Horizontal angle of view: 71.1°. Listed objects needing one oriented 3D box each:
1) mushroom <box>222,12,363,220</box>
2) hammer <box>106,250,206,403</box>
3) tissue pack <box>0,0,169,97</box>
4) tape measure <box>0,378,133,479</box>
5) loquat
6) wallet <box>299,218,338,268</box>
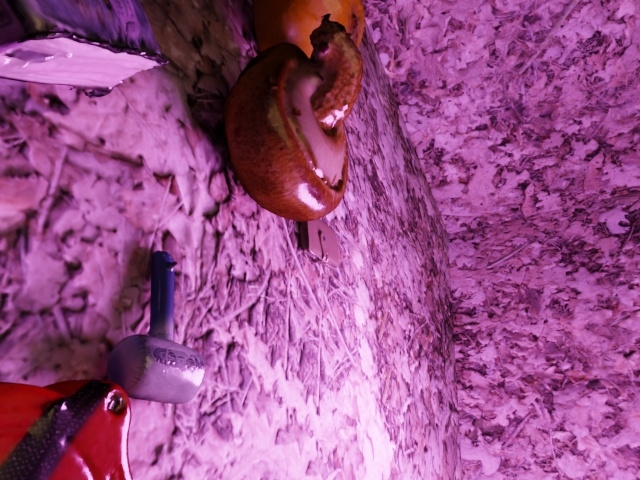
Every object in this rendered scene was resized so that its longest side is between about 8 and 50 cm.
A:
[{"bbox_3d":[-0.031,-0.210,0.817,0.345,0.259,0.346,41,41,-51],"label":"mushroom"},{"bbox_3d":[-0.196,0.096,0.550,0.116,0.069,0.194,39,35,-53],"label":"hammer"},{"bbox_3d":[-0.304,-0.325,0.407,0.259,0.122,0.362,-80,148,-75],"label":"tissue pack"},{"bbox_3d":[-0.243,0.226,0.306,0.260,0.113,0.253,20,59,-61],"label":"tape measure"},{"bbox_3d":[-0.026,-0.483,0.989,0.263,0.262,0.263,42,41,-51],"label":"loquat"},{"bbox_3d":[0.000,0.000,1.045,0.152,0.038,0.118,35,44,-57],"label":"wallet"}]
